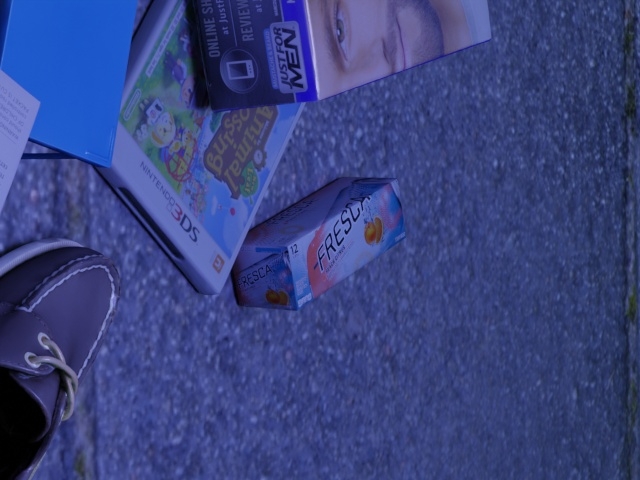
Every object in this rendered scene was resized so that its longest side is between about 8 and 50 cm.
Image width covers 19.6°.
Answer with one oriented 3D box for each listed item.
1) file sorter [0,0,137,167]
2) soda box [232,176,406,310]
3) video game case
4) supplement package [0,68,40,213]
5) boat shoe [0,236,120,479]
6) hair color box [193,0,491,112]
[{"bbox_3d":[-0.200,-0.145,1.222,0.118,0.104,0.170,22,74,-56],"label":"file sorter"},{"bbox_3d":[0.000,0.000,1.573,0.183,0.063,0.058,-33,120,-51],"label":"soda box"},{"bbox_3d":[-0.092,-0.097,1.463,0.193,0.023,0.212,54,49,-43],"label":"video game case"},{"bbox_3d":[-0.309,0.010,0.999,0.175,0.177,0.293,43,56,-50],"label":"supplement package"},{"bbox_3d":[-0.217,0.112,1.217,0.324,0.096,0.117,-50,131,-43],"label":"boat shoe"},{"bbox_3d":[0.022,-0.227,1.529,0.339,0.110,0.185,-26,110,-57],"label":"hair color box"}]
